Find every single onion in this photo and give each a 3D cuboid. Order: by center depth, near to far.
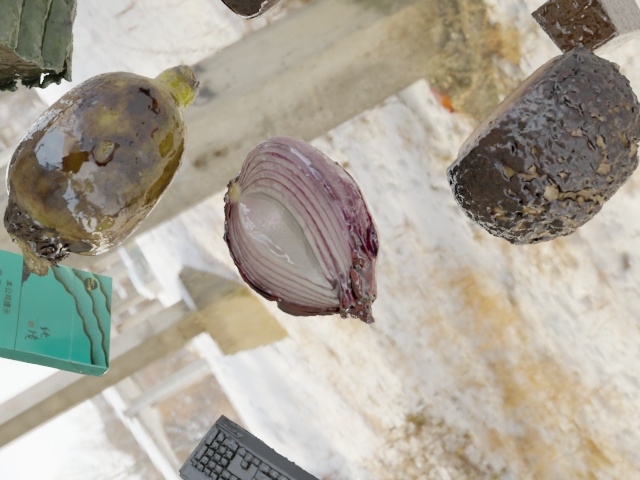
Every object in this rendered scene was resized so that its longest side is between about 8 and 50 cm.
[{"bbox_3d":[0.000,0.000,1.238,0.283,0.120,0.227,48,133,24],"label":"onion"}]

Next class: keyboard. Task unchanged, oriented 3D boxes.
[{"bbox_3d":[-0.039,0.241,0.876,0.197,0.074,0.015,30,165,21],"label":"keyboard"}]

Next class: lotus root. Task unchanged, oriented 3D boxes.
[{"bbox_3d":[-0.257,-0.098,1.102,0.169,0.314,0.141,39,168,-4],"label":"lotus root"}]

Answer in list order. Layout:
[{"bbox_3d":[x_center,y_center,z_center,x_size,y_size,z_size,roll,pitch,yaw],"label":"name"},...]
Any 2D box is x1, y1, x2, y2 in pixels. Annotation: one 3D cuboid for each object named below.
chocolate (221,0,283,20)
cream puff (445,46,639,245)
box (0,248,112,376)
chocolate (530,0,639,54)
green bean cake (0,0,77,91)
[{"bbox_3d":[-0.054,-0.195,0.564,0.080,0.149,0.125,-63,-21,-67],"label":"chocolate"},{"bbox_3d":[0.260,-0.097,1.060,0.165,0.239,0.239,45,170,3],"label":"cream puff"},{"bbox_3d":[-0.416,0.102,1.370,0.042,0.226,0.160,-39,44,42],"label":"box"},{"bbox_3d":[0.431,-0.347,1.459,0.112,0.112,0.321,56,-151,2],"label":"chocolate"},{"bbox_3d":[-0.311,-0.191,0.761,0.181,0.173,0.094,26,-115,-63],"label":"green bean cake"}]
